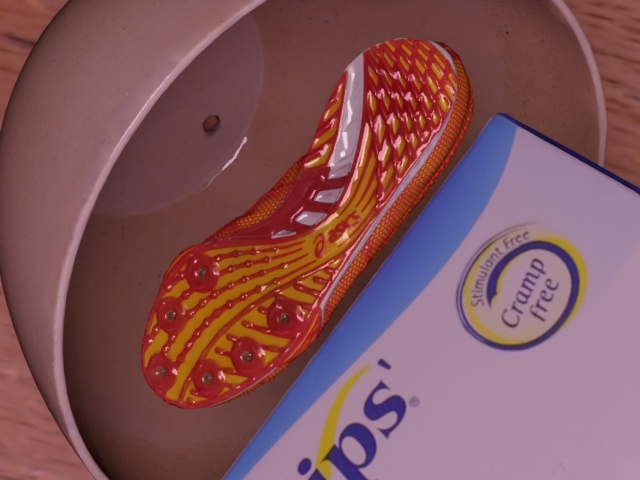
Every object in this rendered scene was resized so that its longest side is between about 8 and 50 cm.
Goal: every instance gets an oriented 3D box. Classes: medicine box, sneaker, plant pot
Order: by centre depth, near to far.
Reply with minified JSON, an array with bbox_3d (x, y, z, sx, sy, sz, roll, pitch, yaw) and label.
[{"bbox_3d":[0.000,0.000,0.625,0.175,0.067,0.064,-46,74,9],"label":"sneaker"},{"bbox_3d":[0.089,0.141,0.674,0.149,0.289,0.263,32,82,33],"label":"medicine box"},{"bbox_3d":[-0.038,-0.033,0.753,0.284,0.284,0.191,-45,47,-6],"label":"plant pot"}]
